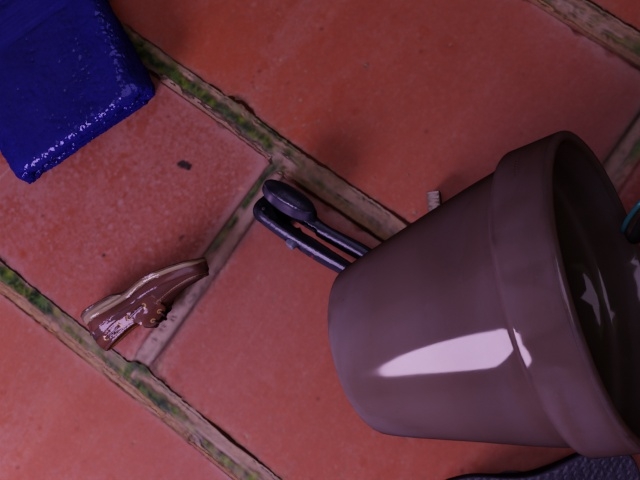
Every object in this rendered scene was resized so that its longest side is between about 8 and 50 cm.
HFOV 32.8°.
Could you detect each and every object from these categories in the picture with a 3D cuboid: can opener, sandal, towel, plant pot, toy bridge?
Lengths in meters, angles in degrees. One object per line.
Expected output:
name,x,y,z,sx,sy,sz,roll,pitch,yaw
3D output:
can opener,0.000,0.000,1.279,0.186,0.073,0.059,38,85,6
sandal,0.225,0.291,1.198,0.254,0.054,0.097,-13,87,2
towel,-0.357,-0.255,1.392,0.227,0.076,0.308,-32,78,15
plant pot,0.171,0.081,1.121,0.280,0.323,0.323,-17,79,27
toy bridge,0.212,-0.035,1.247,0.188,0.026,0.063,-7,83,13

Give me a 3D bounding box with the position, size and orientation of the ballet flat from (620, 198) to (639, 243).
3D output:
ballet flat,0.426,-0.091,1.135,0.096,0.095,0.280,34,75,18

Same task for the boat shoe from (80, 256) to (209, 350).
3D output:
boat shoe,-0.205,0.076,1.318,0.178,0.064,0.060,-28,83,15
